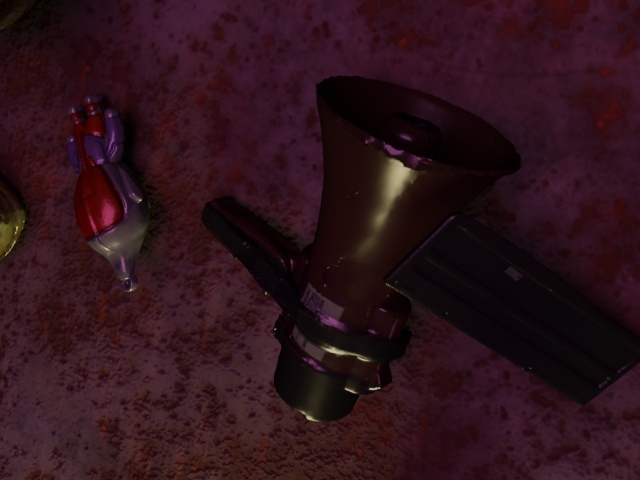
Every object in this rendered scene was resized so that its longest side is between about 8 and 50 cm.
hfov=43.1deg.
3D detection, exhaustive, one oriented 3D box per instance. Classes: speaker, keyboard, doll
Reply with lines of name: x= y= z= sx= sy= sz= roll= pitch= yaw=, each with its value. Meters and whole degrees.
speaker: x=-0.001 y=0.000 z=0.793 sx=0.259 sy=0.198 sz=0.330 roll=27 pitch=116 yaw=0
keyboard: x=0.145 y=0.048 z=0.710 sx=0.381 sy=0.041 sz=0.103 roll=29 pitch=116 yaw=-32
doll: x=-0.242 y=-0.052 z=0.920 sx=0.102 sy=0.075 sz=0.228 roll=-24 pitch=81 yaw=36

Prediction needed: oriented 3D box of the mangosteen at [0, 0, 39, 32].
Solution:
mangosteen: x=-0.406 y=-0.338 z=0.814 sx=0.297 sy=0.293 sz=0.297 roll=3 pitch=111 yaw=9

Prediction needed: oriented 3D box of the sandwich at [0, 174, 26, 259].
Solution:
sandwich: x=-0.520 y=-0.026 z=1.016 sx=0.273 sy=0.095 sz=0.249 roll=-41 pitch=88 yaw=20
